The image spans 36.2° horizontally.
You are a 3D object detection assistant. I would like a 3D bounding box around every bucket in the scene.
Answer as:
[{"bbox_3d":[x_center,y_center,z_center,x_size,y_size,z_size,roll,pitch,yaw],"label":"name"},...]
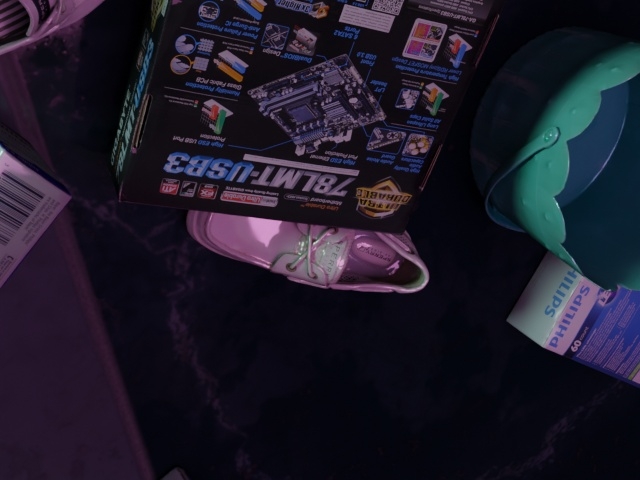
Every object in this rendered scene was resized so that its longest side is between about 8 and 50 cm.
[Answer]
[{"bbox_3d":[0.313,-0.098,1.085,0.281,0.183,0.281,-13,119,-24],"label":"bucket"}]

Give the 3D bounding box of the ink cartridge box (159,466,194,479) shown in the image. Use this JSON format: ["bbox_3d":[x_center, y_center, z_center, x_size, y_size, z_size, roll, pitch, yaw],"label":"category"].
[{"bbox_3d":[-0.197,0.470,1.142,0.330,0.071,0.324,-41,128,-9],"label":"ink cartridge box"}]

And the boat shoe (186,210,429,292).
[{"bbox_3d":[0.000,0.000,1.003,0.277,0.096,0.098,11,109,-33],"label":"boat shoe"}]

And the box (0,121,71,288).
[{"bbox_3d":[-0.282,-0.029,0.796,0.126,0.137,0.072,-51,129,1],"label":"box"}]

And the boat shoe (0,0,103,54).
[{"bbox_3d":[-0.234,-0.190,0.783,0.226,0.076,0.083,-36,127,-10],"label":"boat shoe"}]

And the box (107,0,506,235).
[{"bbox_3d":[-0.010,-0.154,0.864,0.296,0.073,0.293,6,122,-25],"label":"box"}]

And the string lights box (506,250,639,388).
[{"bbox_3d":[0.379,0.102,1.291,0.260,0.077,0.133,24,99,-37],"label":"string lights box"}]
